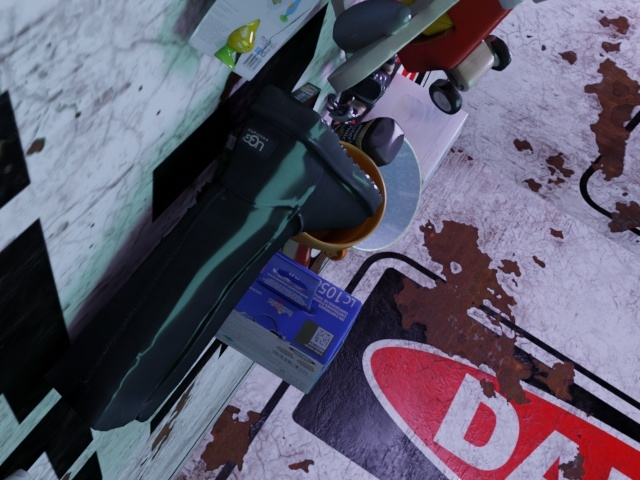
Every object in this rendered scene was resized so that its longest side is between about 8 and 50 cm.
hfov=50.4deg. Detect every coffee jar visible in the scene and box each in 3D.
[{"bbox_3d":[0.079,-0.193,1.363,0.184,0.079,0.096,3,-127,52],"label":"coffee jar"}]

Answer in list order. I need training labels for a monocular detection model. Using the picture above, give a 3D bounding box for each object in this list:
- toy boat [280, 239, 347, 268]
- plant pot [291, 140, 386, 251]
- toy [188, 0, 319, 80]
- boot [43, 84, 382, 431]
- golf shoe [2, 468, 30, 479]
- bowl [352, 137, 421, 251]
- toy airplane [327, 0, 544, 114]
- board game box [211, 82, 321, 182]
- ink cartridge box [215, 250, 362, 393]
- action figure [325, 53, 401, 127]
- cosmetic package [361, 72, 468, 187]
[{"bbox_3d":[0.000,0.000,1.741,0.231,0.151,0.151,-52,171,-38],"label":"toy boat"},{"bbox_3d":[-0.002,-0.070,1.330,0.205,0.205,0.188,-55,-171,-20],"label":"plant pot"},{"bbox_3d":[-0.034,-0.272,0.649,0.237,0.056,0.137,-51,164,10],"label":"toy"},{"bbox_3d":[-0.117,0.053,0.938,0.445,0.146,0.367,-57,154,-3],"label":"boot"},{"bbox_3d":[-0.410,0.369,0.889,0.176,0.069,0.086,-61,178,36],"label":"golf shoe"},{"bbox_3d":[0.081,-0.125,1.595,0.156,0.289,0.289,14,-115,52],"label":"bowl"},{"bbox_3d":[0.188,-0.366,0.918,0.384,0.272,0.386,-43,178,31],"label":"toy airplane"},{"bbox_3d":[-0.083,-0.145,1.029,0.136,0.030,0.260,-60,173,34],"label":"board game box"},{"bbox_3d":[-0.080,0.148,1.344,0.151,0.270,0.395,-57,174,-20],"label":"ink cartridge box"},{"bbox_3d":[0.082,-0.301,1.239,0.285,0.099,0.185,-26,141,-84],"label":"action figure"},{"bbox_3d":[0.225,-0.276,1.780,0.224,0.224,0.138,-56,171,-12],"label":"cosmetic package"}]
